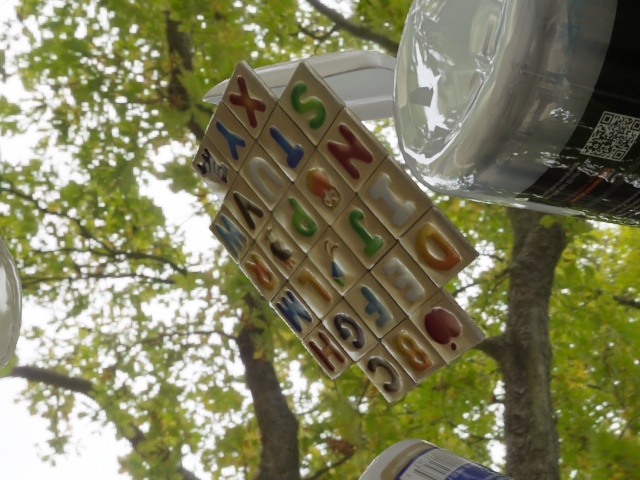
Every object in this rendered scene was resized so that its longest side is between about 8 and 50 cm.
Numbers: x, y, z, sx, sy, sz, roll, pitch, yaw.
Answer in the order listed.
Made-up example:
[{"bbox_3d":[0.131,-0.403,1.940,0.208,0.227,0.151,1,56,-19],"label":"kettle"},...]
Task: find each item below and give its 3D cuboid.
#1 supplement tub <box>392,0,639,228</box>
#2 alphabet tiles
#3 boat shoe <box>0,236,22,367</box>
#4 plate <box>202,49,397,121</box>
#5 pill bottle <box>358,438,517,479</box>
[{"bbox_3d":[0.240,-0.110,0.505,0.207,0.338,0.207,-171,-90,-74],"label":"supplement tub"},{"bbox_3d":[0.000,0.000,0.713,0.342,0.011,0.285,49,-40,8],"label":"alphabet tiles"},{"bbox_3d":[-0.469,0.012,0.919,0.097,0.116,0.324,11,-64,57],"label":"boat shoe"},{"bbox_3d":[0.030,-0.207,0.979,0.278,0.277,0.045,-1,-91,34],"label":"plate"},{"bbox_3d":[0.107,0.189,0.376,0.186,0.112,0.112,15,-72,39],"label":"pill bottle"}]
